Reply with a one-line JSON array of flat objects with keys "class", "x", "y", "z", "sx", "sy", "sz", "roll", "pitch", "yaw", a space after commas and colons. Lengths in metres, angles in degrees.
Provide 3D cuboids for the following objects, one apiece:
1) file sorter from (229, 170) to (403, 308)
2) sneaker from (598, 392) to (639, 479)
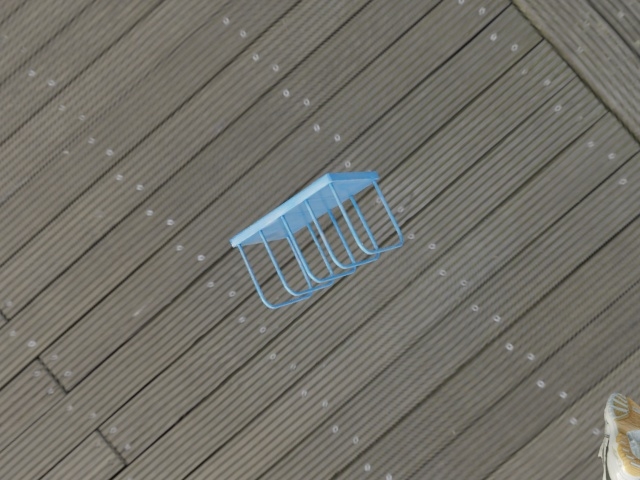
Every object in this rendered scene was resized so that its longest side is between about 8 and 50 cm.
[{"class": "file sorter", "x": 0.000, "y": 0.000, "z": 0.810, "sx": 0.170, "sy": 0.118, "sz": 0.104, "roll": -32, "pitch": 79, "yaw": 32}, {"class": "sneaker", "x": 0.221, "y": 0.149, "z": 0.484, "sx": 0.032, "sy": 0.083, "sz": 0.037, "roll": 27, "pitch": 124, "yaw": 9}]
